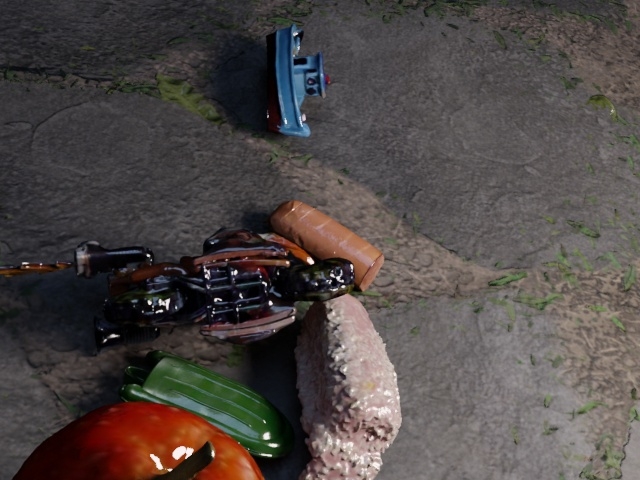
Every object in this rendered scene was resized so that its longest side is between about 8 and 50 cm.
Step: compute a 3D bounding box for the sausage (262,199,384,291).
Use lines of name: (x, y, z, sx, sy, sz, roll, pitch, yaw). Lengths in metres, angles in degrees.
sausage: (0.000, -0.001, 1.349, 0.169, 0.065, 0.065, 33, 48, 15)

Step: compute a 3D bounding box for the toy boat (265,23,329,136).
toy boat: (-0.034, -0.232, 1.526, 0.097, 0.100, 0.223, -4, 49, 0)

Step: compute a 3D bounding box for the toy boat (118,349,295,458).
toy boat: (-0.124, 0.185, 1.149, 0.210, 0.052, 0.104, 22, 26, 5)

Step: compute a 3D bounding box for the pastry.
pastry: (0.030, 0.163, 1.169, 0.102, 0.112, 0.265, 18, 46, -23)

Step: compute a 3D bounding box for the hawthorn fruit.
hawthorn fruit: (-0.152, 0.264, 0.883, 0.287, 0.330, 0.287, 17, 43, -16)

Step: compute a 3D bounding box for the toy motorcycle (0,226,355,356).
toy motorcycle: (-0.170, 0.056, 1.187, 0.401, 0.134, 0.207, -9, 8, -13)
